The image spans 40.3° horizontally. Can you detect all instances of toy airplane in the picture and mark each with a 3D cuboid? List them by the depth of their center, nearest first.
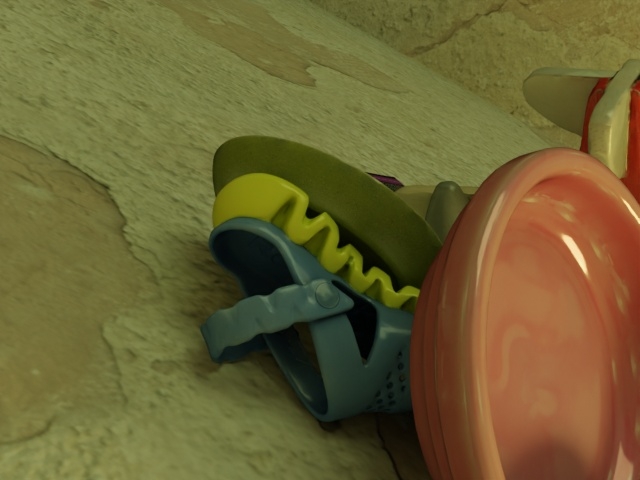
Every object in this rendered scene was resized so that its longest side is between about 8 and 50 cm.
[{"bbox_3d":[0.286,0.020,0.851,0.384,0.386,0.273,35,60,-10],"label":"toy airplane"}]

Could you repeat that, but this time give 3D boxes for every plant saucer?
[{"bbox_3d":[0.173,0.102,0.639,0.084,0.333,0.332,-12,-13,44],"label":"plant saucer"},{"bbox_3d":[0.000,0.000,0.776,0.240,0.037,0.241,25,-23,11],"label":"plant saucer"}]

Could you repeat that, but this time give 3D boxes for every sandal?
[{"bbox_3d":[0.027,0.090,0.691,0.317,0.126,0.138,32,54,-6],"label":"sandal"}]

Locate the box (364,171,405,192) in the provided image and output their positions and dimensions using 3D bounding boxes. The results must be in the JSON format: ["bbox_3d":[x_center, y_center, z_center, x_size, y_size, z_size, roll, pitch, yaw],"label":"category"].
[{"bbox_3d":[0.107,-0.043,1.197,0.116,0.029,0.162,6,28,-44],"label":"box"}]
